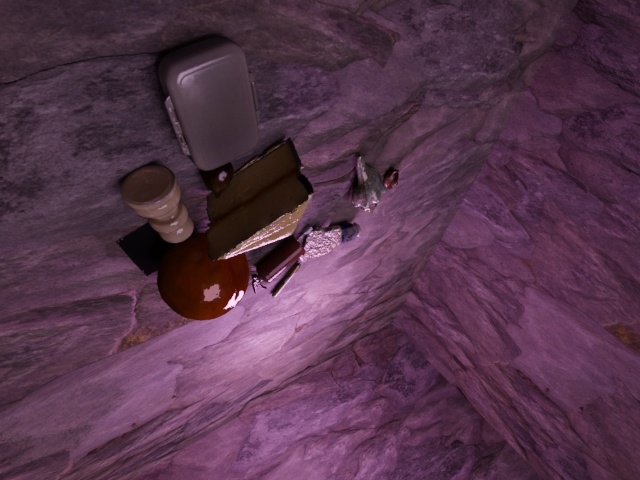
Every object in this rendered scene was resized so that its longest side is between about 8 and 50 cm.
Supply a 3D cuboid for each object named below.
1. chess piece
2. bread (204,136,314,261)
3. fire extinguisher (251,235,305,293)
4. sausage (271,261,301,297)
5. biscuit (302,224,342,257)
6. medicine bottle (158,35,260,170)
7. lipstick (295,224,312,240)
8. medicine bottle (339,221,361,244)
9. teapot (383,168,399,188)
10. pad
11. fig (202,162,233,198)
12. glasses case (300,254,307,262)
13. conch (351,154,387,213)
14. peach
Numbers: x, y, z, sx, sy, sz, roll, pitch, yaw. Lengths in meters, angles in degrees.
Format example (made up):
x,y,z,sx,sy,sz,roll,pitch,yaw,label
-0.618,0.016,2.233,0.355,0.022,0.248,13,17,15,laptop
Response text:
x,y,z,sx,sy,sz,roll,pitch,yaw,label
-0.519,-0.094,1.352,0.167,0.167,0.300,-35,153,-17,chess piece
-0.240,-0.162,1.454,0.404,0.346,0.242,-13,146,-32,bread
-0.223,0.135,2.031,0.337,0.106,0.147,-41,138,-6,fire extinguisher
-0.192,0.222,2.257,0.269,0.033,0.032,-51,150,10,sausage
0.000,0.000,2.145,0.265,0.040,0.188,-34,126,16,biscuit
-0.324,-0.403,1.228,0.282,0.123,0.375,-31,147,-21,medicine bottle
-0.087,-0.036,2.076,0.107,0.025,0.025,-43,151,6,lipstick
0.136,-0.039,2.264,0.191,0.107,0.107,-17,140,-39,medicine bottle
0.401,-0.341,2.247,0.098,0.078,0.129,-20,142,-37,teapot
-0.628,0.028,1.506,0.163,0.004,0.243,-35,149,-17,pad
-0.361,-0.218,1.434,0.109,0.103,0.155,-8,130,-15,fig
-0.096,0.096,2.230,0.032,0.021,0.083,-38,150,-7,glasses case
0.256,-0.276,2.072,0.203,0.169,0.386,-57,162,-34,conch
-0.441,0.128,1.545,0.342,0.343,0.302,-4,145,-49,peach
